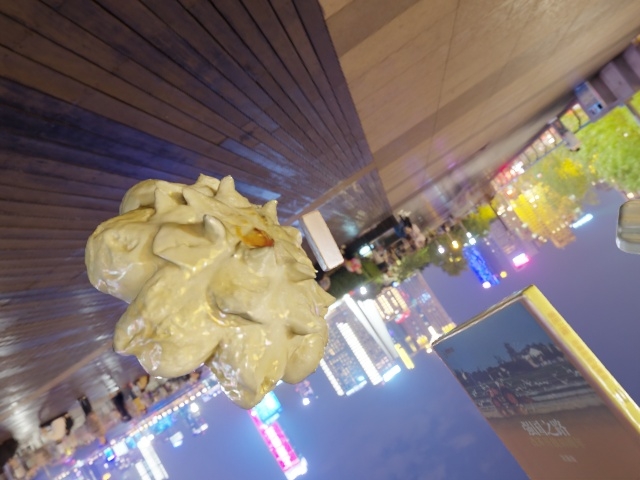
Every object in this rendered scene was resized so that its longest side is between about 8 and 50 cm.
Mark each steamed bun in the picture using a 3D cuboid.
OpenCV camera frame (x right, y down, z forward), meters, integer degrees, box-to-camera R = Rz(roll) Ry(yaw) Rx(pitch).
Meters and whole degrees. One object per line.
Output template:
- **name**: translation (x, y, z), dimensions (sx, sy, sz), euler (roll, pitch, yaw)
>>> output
- **steamed bun**: translation (-0.094, 0.018, 0.503), dimensions (0.137, 0.292, 0.295), euler (-53, 162, 20)

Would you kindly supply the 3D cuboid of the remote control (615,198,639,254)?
- **remote control**: translation (0.516, -0.017, 0.588), dimensions (0.231, 0.049, 0.090), euler (5, -122, 35)

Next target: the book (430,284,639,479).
- **book**: translation (0.280, 0.238, 0.489), dimensions (0.028, 0.373, 0.262), euler (-30, 164, -16)

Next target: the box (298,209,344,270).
- **box**: translation (0.000, 0.000, 0.865), dimensions (0.048, 0.115, 0.025), euler (-27, 178, -36)
